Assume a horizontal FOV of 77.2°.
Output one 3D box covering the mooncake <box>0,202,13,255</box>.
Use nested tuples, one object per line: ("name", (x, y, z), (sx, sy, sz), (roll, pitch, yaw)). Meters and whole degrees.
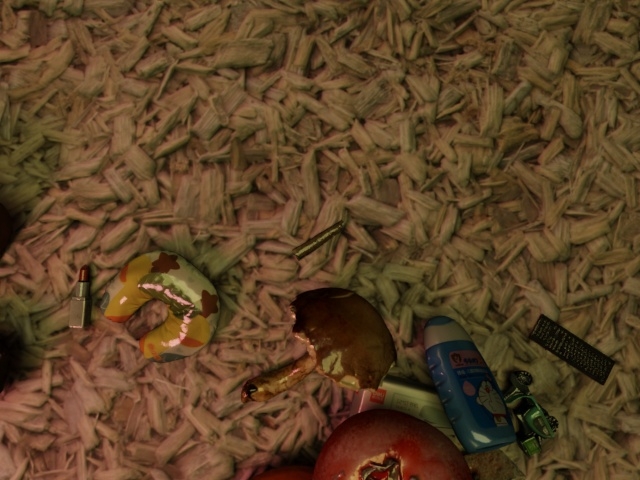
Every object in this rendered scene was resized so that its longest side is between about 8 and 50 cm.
("mooncake", (-0.734, -0.007, 0.703), (0.156, 0.284, 0.284), (38, 85, 1))

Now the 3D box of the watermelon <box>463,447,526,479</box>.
("watermelon", (0.282, 0.481, 0.779), (0.154, 0.094, 0.241), (39, 114, -24))

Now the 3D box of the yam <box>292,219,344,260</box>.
("yam", (0.000, 0.000, 0.875), (0.130, 0.027, 0.033), (-32, 49, -3))

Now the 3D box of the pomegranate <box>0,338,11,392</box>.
("pomegranate", (-0.706, 0.231, 0.728), (0.248, 0.202, 0.202), (43, 84, -24))

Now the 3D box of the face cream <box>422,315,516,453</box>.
("face cream", (0.283, 0.271, 0.797), (0.149, 0.083, 0.263), (11, 45, -31))

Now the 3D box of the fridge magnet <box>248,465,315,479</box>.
("fridge magnet", (-0.051, 0.620, 0.762), (0.365, 0.155, 0.362), (0, 81, -3))

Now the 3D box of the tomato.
("tomato", (0.117, 0.432, 0.673), (0.271, 0.227, 0.269), (-3, 59, 6))

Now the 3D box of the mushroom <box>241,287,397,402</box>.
("mushroom", (-0.007, 0.206, 0.821), (0.302, 0.233, 0.207), (-19, 74, 38))

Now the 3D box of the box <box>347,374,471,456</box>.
("box", (0.196, 0.371, 0.838), (0.270, 0.079, 0.134), (15, 86, -3))

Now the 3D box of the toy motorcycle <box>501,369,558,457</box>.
("toy motorcycle", (0.439, 0.366, 0.866), (0.100, 0.058, 0.173), (-28, 90, 1))

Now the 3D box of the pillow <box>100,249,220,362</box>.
("pillow", (-0.321, 0.136, 0.826), (0.214, 0.086, 0.233), (-42, 92, 5))

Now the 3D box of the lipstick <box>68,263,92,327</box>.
("lipstick", (-0.497, 0.114, 0.835), (0.030, 0.030, 0.129), (2, 86, -3))

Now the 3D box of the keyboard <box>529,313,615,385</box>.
("keyboard", (0.568, 0.247, 0.904), (0.203, 0.011, 0.067), (33, 84, -1))
